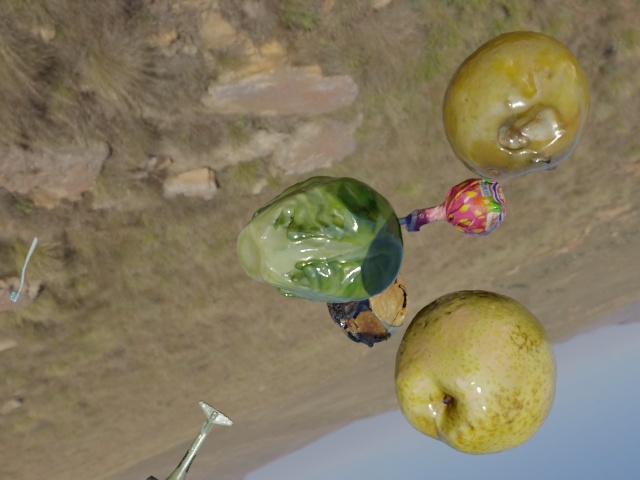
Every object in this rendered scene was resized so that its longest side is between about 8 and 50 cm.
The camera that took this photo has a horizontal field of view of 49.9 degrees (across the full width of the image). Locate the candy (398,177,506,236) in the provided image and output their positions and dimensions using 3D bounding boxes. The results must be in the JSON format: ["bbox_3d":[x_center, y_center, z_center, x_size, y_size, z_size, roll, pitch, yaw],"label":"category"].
[{"bbox_3d":[0.201,-0.044,1.431,0.365,0.124,0.124,-13,167,11],"label":"candy"}]

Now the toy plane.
[{"bbox_3d":[-0.230,0.382,1.066,0.286,0.092,0.108,-58,173,-3],"label":"toy plane"}]

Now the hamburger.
[{"bbox_3d":[0.129,0.158,1.792,0.231,0.231,0.107,-12,-176,-34],"label":"hamburger"}]

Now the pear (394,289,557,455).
[{"bbox_3d":[0.157,0.139,0.711,0.178,0.178,0.178,-20,165,-6],"label":"pear"}]

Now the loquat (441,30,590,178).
[{"bbox_3d":[0.300,-0.210,1.075,0.244,0.244,0.244,-20,165,-6],"label":"loquat"}]

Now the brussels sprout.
[{"bbox_3d":[0.000,0.000,1.166,0.271,0.219,0.210,-7,179,-21],"label":"brussels sprout"}]

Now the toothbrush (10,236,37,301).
[{"bbox_3d":[-0.544,0.052,1.269,0.013,0.131,0.011,29,146,-32],"label":"toothbrush"}]
